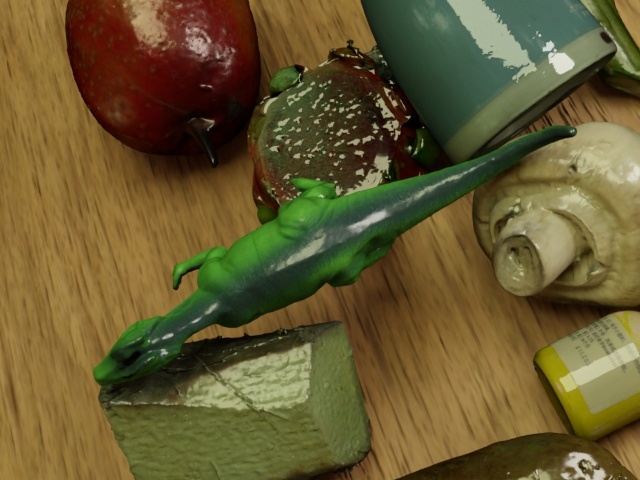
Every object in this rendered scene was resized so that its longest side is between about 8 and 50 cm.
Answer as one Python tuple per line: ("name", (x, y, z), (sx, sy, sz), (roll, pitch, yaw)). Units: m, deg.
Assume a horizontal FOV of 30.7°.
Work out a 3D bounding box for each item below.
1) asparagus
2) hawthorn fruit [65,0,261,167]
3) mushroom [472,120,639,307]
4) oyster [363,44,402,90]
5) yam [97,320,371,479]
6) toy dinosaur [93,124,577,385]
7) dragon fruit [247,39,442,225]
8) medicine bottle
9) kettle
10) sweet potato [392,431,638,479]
("asparagus", (0.357, -0.314, 1.573), (0.085, 0.082, 0.343), (-26, 81, -8))
("hawthorn fruit", (-0.207, -0.245, 1.638), (0.285, 0.284, 0.368), (-23, 60, 4))
("mushroom", (0.286, -0.012, 1.359), (0.254, 0.260, 0.234), (35, 52, 15))
("oyster", (0.173, -0.273, 1.667), (0.252, 0.087, 0.199), (18, 68, 12))
("yam", (-0.087, 0.197, 1.402), (0.271, 0.202, 0.201), (-11, 19, 19))
("toy dinosaur", (0.000, 0.000, 1.273), (0.500, 0.144, 0.374), (-26, 5, 42))
("dragon fruit", (0.025, -0.115, 1.570), (0.269, 0.130, 0.295), (-21, 64, 3))
("medicine bottle", (0.364, 0.136, 1.338), (0.213, 0.122, 0.121), (-27, 57, 1))
("kettle", (0.191, -0.304, 1.511), (0.247, 0.319, 0.342), (-40, 82, 30))
("sweet potato", (0.145, 0.308, 1.309), (0.423, 0.130, 0.130), (-19, 58, 11))
